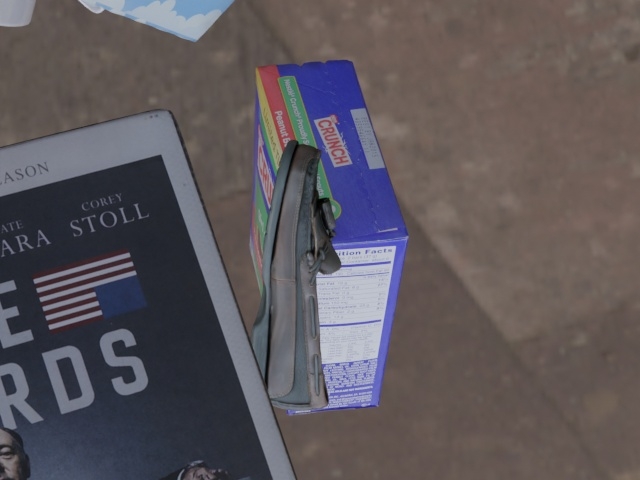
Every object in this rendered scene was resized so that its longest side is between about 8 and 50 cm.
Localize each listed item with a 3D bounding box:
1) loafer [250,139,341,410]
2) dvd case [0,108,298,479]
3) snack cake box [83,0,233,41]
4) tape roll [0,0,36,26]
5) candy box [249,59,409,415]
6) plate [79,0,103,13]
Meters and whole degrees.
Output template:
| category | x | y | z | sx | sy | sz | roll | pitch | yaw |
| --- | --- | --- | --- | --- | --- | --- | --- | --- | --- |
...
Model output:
| category | x | y | z | sx | sy | sz | roll | pitch | yaw |
| --- | --- | --- | --- | --- | --- | --- | --- | --- | --- |
| loafer | -0.014 | 0.037 | 1.738 | 0.084 | 0.096 | 0.267 | 10 | 105 | 6 |
| dvd case | -0.093 | 0.091 | 0.549 | 0.179 | 0.238 | 0.029 | -16 | 171 | -20 |
| snack cake box | -0.145 | -0.211 | 1.008 | 0.089 | 0.152 | 0.264 | -45 | 161 | 14 |
| tape roll | -0.392 | -0.280 | 1.639 | 0.286 | 0.286 | 0.100 | 13 | 101 | -19 |
| candy box | 0.000 | 0.000 | 2.029 | 0.122 | 0.268 | 0.317 | -6 | 141 | -11 |
| plate | -0.253 | -0.387 | 1.677 | 0.277 | 0.045 | 0.278 | 44 | 143 | 4 |
